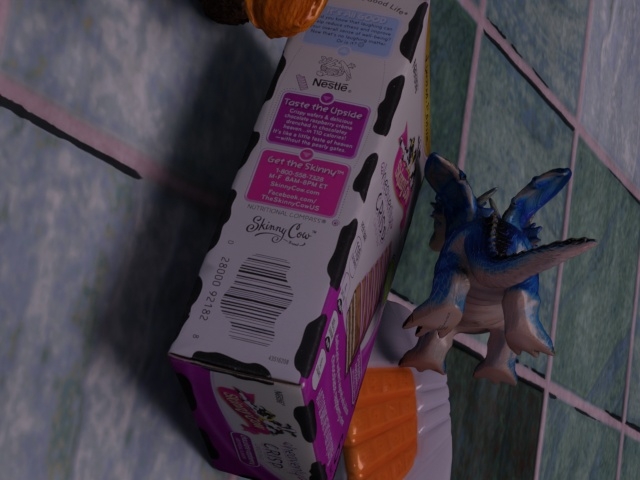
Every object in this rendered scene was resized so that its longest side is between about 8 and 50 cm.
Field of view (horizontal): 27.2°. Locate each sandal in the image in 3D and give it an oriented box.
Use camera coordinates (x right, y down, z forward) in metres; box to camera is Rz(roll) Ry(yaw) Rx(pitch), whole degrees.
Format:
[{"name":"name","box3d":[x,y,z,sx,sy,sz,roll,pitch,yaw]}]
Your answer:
[{"name":"sandal","box3d":[0.026,0.164,0.805,0.102,0.076,0.265,20,60,-43]}]

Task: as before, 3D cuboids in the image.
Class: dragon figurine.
[{"name":"dragon figurine","box3d":[0.097,-0.003,0.765,0.289,0.085,0.144,86,12,-71]}]

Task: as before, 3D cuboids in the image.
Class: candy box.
[{"name":"candy box","box3d":[0.000,0.000,0.713,0.159,0.071,0.233,81,24,-61]}]

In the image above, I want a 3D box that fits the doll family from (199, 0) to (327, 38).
[{"name":"doll family","box3d":[-0.047,-0.184,0.618,0.263,0.118,0.163,22,73,-59]}]
